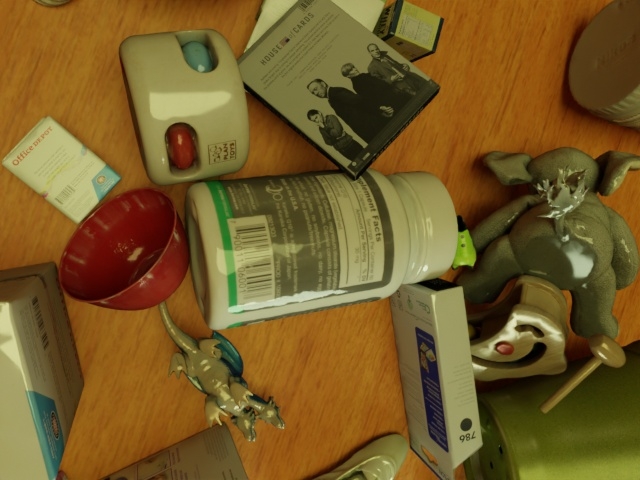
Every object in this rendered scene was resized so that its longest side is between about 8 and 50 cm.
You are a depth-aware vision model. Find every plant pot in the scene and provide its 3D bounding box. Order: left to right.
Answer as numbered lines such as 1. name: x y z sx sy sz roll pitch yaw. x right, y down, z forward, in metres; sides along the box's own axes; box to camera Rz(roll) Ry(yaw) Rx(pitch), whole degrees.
1. plant pot: 0.446 0.369 0.930 0.353 0.366 0.366 -4 97 -6

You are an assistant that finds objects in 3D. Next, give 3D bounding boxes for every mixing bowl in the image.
1. mixing bowl: -0.249 0.027 0.742 0.181 0.181 0.098 -45 139 -9

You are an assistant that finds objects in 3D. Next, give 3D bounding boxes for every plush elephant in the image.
1. plush elephant: 0.398 -0.042 0.917 0.255 0.272 0.330 -57 151 -42

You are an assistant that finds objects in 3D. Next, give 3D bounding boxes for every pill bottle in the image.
1. pill bottle: 0.000 0.000 0.786 0.361 0.204 0.204 -8 98 -20

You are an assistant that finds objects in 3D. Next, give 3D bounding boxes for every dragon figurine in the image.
1. dragon figurine: -0.164 0.193 0.815 0.085 0.144 0.289 -40 87 -9

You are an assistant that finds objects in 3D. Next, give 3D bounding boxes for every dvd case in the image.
1. dvd case: 0.018 -0.222 0.753 0.239 0.029 0.179 42 81 10

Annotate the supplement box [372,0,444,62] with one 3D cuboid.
1. supplement box: 0.135 -0.331 0.861 0.083 0.083 0.056 15 90 -20

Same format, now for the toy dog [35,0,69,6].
1. toy dog: -0.382 -0.470 0.631 0.220 0.161 0.333 9 93 -19

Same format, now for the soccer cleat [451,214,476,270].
1. soccer cleat: 0.210 -0.012 0.871 0.060 0.179 0.072 -9 107 0

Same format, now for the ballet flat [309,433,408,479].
1. ballet flat: 0.058 0.419 0.918 0.248 0.086 0.086 -25 103 -15

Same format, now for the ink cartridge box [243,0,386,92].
1. ink cartridge box: -0.020 -0.304 0.828 0.171 0.056 0.235 24 90 -19

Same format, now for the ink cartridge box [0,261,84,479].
1. ink cartridge box: -0.411 0.155 0.631 0.197 0.270 0.198 -12 99 -16

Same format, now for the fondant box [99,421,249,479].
1. fondant box: -0.248 0.404 0.730 0.330 0.238 0.096 -21 103 -16

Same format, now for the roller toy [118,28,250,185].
1. roller toy: -0.173 -0.173 0.717 0.146 0.191 0.209 -13 100 -18

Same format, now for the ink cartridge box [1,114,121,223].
1. ink cartridge box: -0.350 -0.096 0.740 0.122 0.052 0.088 44 81 -19

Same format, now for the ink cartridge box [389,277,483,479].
1. ink cartridge box: 0.188 0.223 0.897 0.065 0.165 0.332 -11 100 -16

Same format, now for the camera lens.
1. camera lens: 0.620 -0.298 0.957 0.274 0.219 0.219 8 93 -19

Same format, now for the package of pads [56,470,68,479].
1. package of pads: -0.407 0.367 0.771 0.083 0.050 0.032 -17 101 -17

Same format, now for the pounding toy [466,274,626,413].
1. pounding toy: 0.312 0.165 0.854 0.154 0.270 0.155 50 44 -22
